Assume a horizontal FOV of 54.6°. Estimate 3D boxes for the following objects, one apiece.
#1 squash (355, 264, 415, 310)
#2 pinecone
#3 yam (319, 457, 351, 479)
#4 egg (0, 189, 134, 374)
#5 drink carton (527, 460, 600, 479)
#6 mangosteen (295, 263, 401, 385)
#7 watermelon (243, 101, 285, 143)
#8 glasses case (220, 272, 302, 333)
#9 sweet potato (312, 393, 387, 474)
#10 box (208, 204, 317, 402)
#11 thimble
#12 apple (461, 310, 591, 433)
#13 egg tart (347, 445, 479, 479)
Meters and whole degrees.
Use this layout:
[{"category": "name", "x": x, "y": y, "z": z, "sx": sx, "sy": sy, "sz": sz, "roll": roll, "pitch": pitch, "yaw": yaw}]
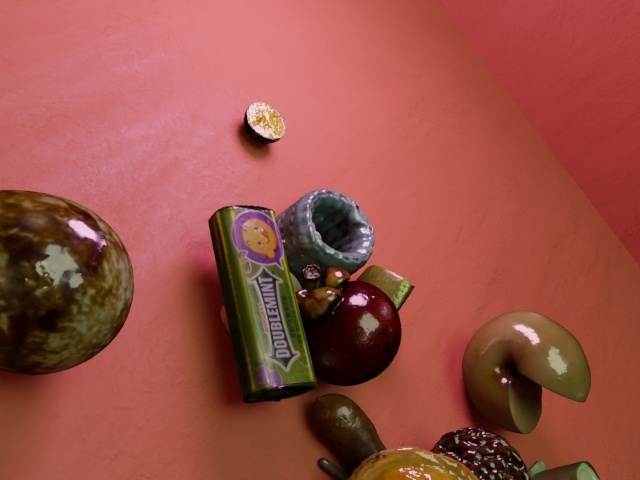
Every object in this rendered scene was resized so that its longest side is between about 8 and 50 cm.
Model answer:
[{"category": "squash", "x": 0.077, "y": 0.175, "z": 1.379, "sx": 0.093, "sy": 0.169, "sz": 0.252, "roll": 41, "pitch": 75, "yaw": -12}, {"category": "pinecone", "x": 0.312, "y": 0.489, "z": 1.246, "sx": 0.224, "sy": 0.224, "sz": 0.272, "roll": 65, "pitch": 9, "yaw": 11}, {"category": "yam", "x": 0.042, "y": 0.441, "z": 1.158, "sx": 0.116, "sy": 0.021, "sz": 0.021, "roll": 41, "pitch": 42, "yaw": -15}, {"category": "egg", "x": -0.395, "y": 0.047, "z": 0.827, "sx": 0.289, "sy": 0.238, "sz": 0.238, "roll": 31, "pitch": 44, "yaw": -13}, {"category": "drink carton", "x": 0.596, "y": 0.609, "z": 1.501, "sx": 0.146, "sy": 0.142, "sz": 0.144, "roll": -11, "pitch": 72, "yaw": -50}, {"category": "mangosteen", "x": 0.035, "y": 0.153, "z": 1.183, "sx": 0.257, "sy": 0.215, "sz": 0.215, "roll": 56, "pitch": 36, "yaw": -28}, {"category": "watermelon", "x": -0.136, "y": -0.266, "z": 1.439, "sx": 0.105, "sy": 0.062, "sz": 0.105, "roll": 17, "pitch": 58, "yaw": -30}, {"category": "glasses case", "x": -0.110, "y": 0.122, "z": 1.205, "sx": 0.196, "sy": 0.050, "sz": 0.083, "roll": -31, "pitch": 89, "yaw": -50}, {"category": "sweet potato", "x": 0.088, "y": 0.403, "z": 1.169, "sx": 0.292, "sy": 0.097, "sz": 0.097, "roll": 50, "pitch": 39, "yaw": 2}, {"category": "box", "x": -0.105, "y": 0.109, "z": 1.103, "sx": 0.134, "sy": 0.097, "sz": 0.346, "roll": 6, "pitch": 60, "yaw": -40}, {"category": "thimble", "x": 0.000, "y": 0.000, "z": 1.329, "sx": 0.235, "sy": 0.143, "sz": 0.198, "roll": -10, "pitch": 71, "yaw": -46}, {"category": "apple", "x": 0.495, "y": 0.316, "z": 1.495, "sx": 0.254, "sy": 0.292, "sz": 0.292, "roll": 15, "pitch": 53, "yaw": -52}, {"category": "egg tart", "x": 0.165, "y": 0.496, "z": 1.065, "sx": 0.288, "sy": 0.288, "sz": 0.118, "roll": 55, "pitch": 2, "yaw": -1}]
